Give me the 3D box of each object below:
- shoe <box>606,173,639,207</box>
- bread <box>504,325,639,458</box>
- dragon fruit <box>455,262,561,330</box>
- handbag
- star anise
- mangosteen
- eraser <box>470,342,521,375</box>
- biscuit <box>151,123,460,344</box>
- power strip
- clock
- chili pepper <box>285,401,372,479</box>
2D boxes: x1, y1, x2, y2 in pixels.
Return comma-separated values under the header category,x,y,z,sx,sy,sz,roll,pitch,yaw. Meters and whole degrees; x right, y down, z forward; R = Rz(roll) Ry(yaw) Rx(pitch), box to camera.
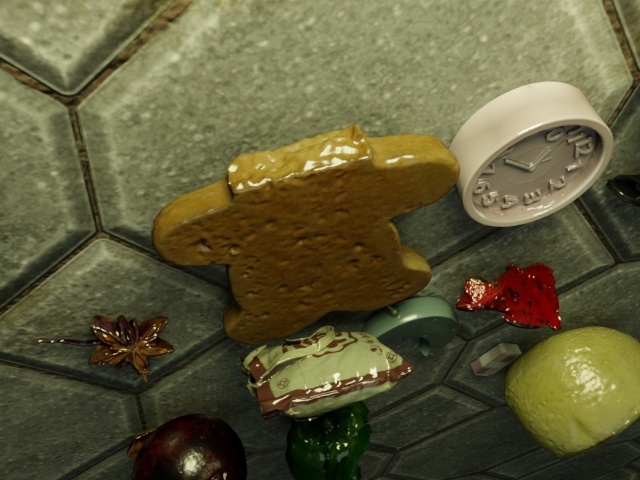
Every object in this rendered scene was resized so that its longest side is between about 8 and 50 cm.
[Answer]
category,x,y,z,sx,sy,sz,roll,pitch,yaw
shoe,0.494,-0.078,0.934,0.159,0.062,0.053,13,122,-34
bread,0.570,0.325,1.364,0.320,0.237,0.320,-22,157,-10
dragon fruit,0.314,0.113,1.072,0.192,0.123,0.092,-2,157,-24
handbag,0.004,0.197,0.959,0.235,0.127,0.213,-7,-174,-14
star anise,-0.312,0.150,0.913,0.190,0.070,0.097,6,112,-26
mangosteen,-0.271,0.451,1.226,0.265,0.228,0.228,3,165,46
eraser,0.388,0.264,1.375,0.065,0.026,0.105,11,136,-37
biscuit,0.000,0.000,0.832,0.368,0.076,0.394,-18,147,1
power strip,0.170,0.152,1.121,0.216,0.044,0.137,22,129,-42
clock,0.265,-0.104,0.795,0.196,0.068,0.197,-11,144,-8
chili pepper,0.015,0.467,1.376,0.167,0.213,0.385,20,146,22
